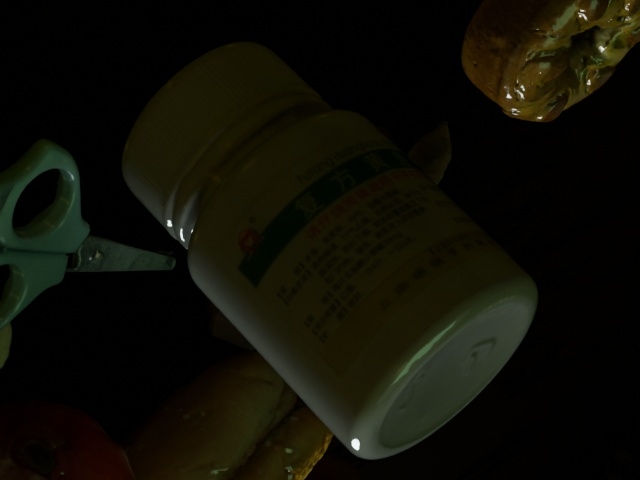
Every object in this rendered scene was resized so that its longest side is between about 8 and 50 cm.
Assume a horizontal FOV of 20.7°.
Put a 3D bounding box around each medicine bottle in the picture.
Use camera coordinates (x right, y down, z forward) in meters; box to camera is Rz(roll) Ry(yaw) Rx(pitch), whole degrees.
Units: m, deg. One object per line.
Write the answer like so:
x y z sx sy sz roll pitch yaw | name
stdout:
0.000 0.000 1.493 0.208 0.339 0.208 -36 157 -18 | medicine bottle

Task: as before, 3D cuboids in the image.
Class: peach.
-0.293 0.284 1.636 0.281 0.238 0.281 -16 127 -21 | peach

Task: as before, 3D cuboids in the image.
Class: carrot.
0.061 0.008 1.877 0.342 0.070 0.070 -56 163 -21 | carrot

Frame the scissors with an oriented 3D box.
-0.214 0.010 1.539 0.191 0.029 0.360 -63 160 8 | scissors

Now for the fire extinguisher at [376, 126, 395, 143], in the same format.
0.054 -0.084 1.866 0.046 0.032 0.100 -71 -177 -47 | fire extinguisher

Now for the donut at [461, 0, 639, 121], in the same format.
0.250 -0.224 1.833 0.226 0.114 0.226 -37 157 -19 | donut

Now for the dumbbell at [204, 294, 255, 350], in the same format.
-0.064 0.017 1.755 0.092 0.082 0.231 -32 155 -30 | dumbbell

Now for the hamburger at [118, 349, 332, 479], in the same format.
-0.134 0.254 1.866 0.314 0.170 0.290 -48 -178 -39 | hamburger

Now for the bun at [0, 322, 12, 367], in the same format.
-0.302 0.092 1.513 0.086 0.055 0.086 -36 156 -19 | bun

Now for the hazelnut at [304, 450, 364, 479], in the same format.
-0.058 0.364 2.251 0.251 0.217 0.217 -44 160 25 | hazelnut
